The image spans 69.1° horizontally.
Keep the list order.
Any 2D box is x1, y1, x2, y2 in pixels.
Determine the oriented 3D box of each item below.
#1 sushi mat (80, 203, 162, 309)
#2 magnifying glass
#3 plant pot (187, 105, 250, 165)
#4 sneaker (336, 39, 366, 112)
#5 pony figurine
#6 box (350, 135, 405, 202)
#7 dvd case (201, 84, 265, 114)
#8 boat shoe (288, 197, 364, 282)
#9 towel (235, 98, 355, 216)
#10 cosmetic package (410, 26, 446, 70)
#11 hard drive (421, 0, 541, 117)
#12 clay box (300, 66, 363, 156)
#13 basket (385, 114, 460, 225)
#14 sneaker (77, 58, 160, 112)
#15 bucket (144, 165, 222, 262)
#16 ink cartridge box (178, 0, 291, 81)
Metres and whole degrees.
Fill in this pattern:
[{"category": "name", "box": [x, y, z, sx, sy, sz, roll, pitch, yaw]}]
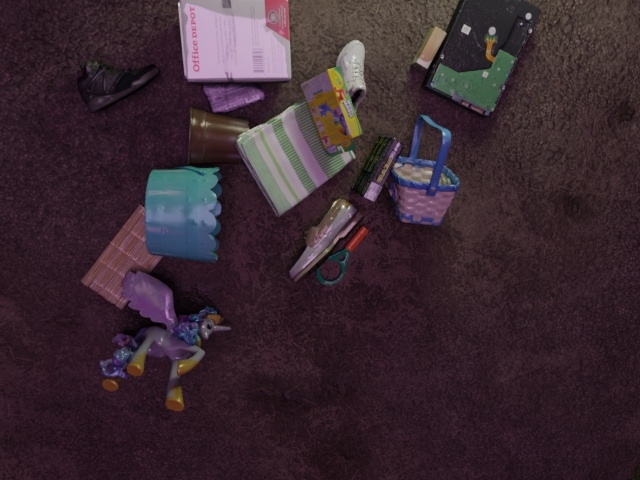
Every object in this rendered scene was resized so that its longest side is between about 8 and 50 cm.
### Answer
[{"category": "sushi mat", "box": [-0.586, 0.054, 1.432, 0.151, 0.019, 0.317, 38, 96, -16]}, {"category": "magnifying glass", "box": [0.074, 0.048, 1.518, 0.092, 0.026, 0.231, 38, 98, -14]}, {"category": "plant pot", "box": [-0.289, -0.289, 1.320, 0.165, 0.167, 0.167, 3, 104, -16]}, {"category": "sneaker", "box": [0.099, -0.457, 1.336, 0.090, 0.115, 0.232, 6, 100, -33]}, {"category": "pony figurine", "box": [-0.474, 0.292, 1.365, 0.350, 0.363, 0.303, 16, 116, 1]}, {"category": "box", "box": [0.166, -0.215, 1.382, 0.045, 0.184, 0.191, 26, 98, -11]}, {"category": "dvd case", "box": [-0.273, -0.490, 1.339, 0.164, 0.018, 0.222, -20, 106, -3]}, {"category": "boat shoe", "box": [0.000, 0.000, 1.457, 0.103, 0.113, 0.302, 43, 84, 9]}, {"category": "towel", "box": [-0.062, -0.259, 1.345, 0.324, 0.038, 0.248, -39, 109, -26]}, {"category": "cosmetic package", "box": [0.320, -0.568, 1.380, 0.041, 0.060, 0.115, 26, 97, -13]}, {"category": "hard drive", "box": [0.480, -0.574, 1.398, 0.236, 0.064, 0.339, 20, 100, -12]}, {"category": "clay box", "box": [0.036, -0.356, 1.309, 0.053, 0.127, 0.222, -32, 107, -34]}, {"category": "basket", "box": [0.301, -0.205, 1.367, 0.200, 0.255, 0.289, 9, 114, -7]}, {"category": "sneaker", "box": [-0.564, -0.455, 1.274, 0.227, 0.087, 0.130, -24, 112, 4]}, {"category": "bucket", "box": [-0.376, -0.075, 1.302, 0.182, 0.281, 0.282, 3, 103, -10]}, {"category": "ink cartridge box", "box": [-0.227, -0.537, 1.264, 0.282, 0.117, 0.208, -4, 104, -8]}]
